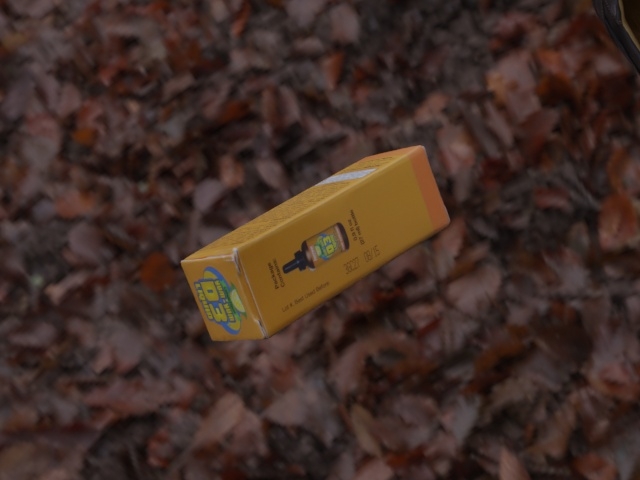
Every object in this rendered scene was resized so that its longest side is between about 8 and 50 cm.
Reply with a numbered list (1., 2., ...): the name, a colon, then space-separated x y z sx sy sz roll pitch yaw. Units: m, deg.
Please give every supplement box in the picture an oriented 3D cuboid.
1. supplement box: 0.000 0.000 1.208 0.080 0.078 0.233 -7 17 46

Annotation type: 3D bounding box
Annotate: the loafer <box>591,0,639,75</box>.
1. loafer: 0.178 -0.058 0.630 0.062 0.170 0.061 -47 4 26
